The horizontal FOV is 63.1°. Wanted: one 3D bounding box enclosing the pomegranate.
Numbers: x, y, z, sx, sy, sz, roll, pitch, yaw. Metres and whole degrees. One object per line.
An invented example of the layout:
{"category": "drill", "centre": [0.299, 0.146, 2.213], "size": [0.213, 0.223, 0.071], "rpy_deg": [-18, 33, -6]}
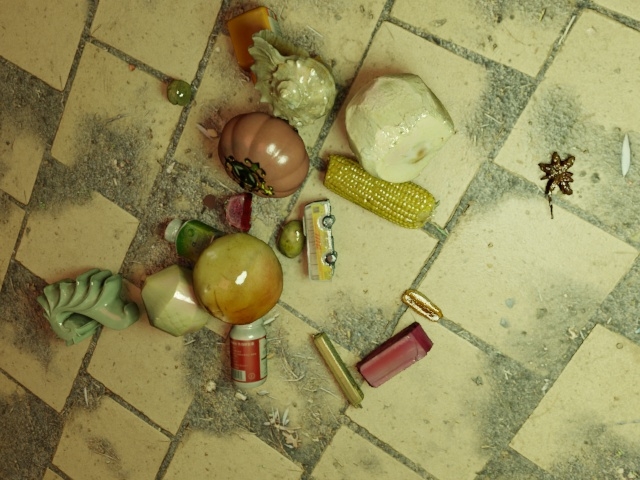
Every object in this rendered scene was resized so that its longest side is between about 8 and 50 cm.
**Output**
{"category": "pomegranate", "centre": [-0.266, 0.117, 1.725], "size": [0.318, 0.319, 0.320], "rpy_deg": [3, 99, 18]}

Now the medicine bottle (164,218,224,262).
{"category": "medicine bottle", "centre": [-0.454, -0.003, 1.868], "size": [0.188, 0.088, 0.132], "rpy_deg": [23, 105, 13]}

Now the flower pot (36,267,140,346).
{"category": "flower pot", "centre": [-0.890, 0.247, 2.010], "size": [0.367, 0.164, 0.254], "rpy_deg": [-19, 98, 20]}

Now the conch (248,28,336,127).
{"category": "conch", "centre": [-0.091, -0.476, 1.535], "size": [0.297, 0.352, 0.210], "rpy_deg": [41, 107, -10]}

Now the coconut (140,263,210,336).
{"category": "coconut", "centre": [-0.512, 0.206, 1.833], "size": [0.259, 0.259, 0.260], "rpy_deg": [3, 99, 18]}

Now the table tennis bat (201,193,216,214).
{"category": "table tennis bat", "centre": [-0.404, -0.128, 1.874], "size": [0.050, 0.007, 0.083], "rpy_deg": [39, 106, 8]}

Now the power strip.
{"category": "power strip", "centre": [0.067, 0.441, 1.780], "size": [0.044, 0.064, 0.306], "rpy_deg": [-32, 88, 13]}

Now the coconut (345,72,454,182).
{"category": "coconut", "centre": [0.212, -0.331, 1.499], "size": [0.297, 0.297, 0.255], "rpy_deg": [-37, 58, 20]}

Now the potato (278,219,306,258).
{"category": "potato", "centre": [-0.095, -0.004, 1.759], "size": [0.091, 0.070, 0.138], "rpy_deg": [23, 105, 14]}

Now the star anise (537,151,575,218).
{"category": "star anise", "centre": [0.673, -0.157, 1.489], "size": [0.097, 0.070, 0.191], "rpy_deg": [0, 101, 16]}

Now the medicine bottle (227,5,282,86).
{"category": "medicine bottle", "centre": [-0.194, -0.613, 1.673], "size": [0.149, 0.112, 0.222], "rpy_deg": [-14, 94, 19]}

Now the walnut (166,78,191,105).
{"category": "walnut", "centre": [-0.490, -0.511, 1.804], "size": [0.092, 0.092, 0.092], "rpy_deg": [3, 99, 18]}

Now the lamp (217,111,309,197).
{"category": "lamp", "centre": [-0.170, -0.279, 1.651], "size": [0.305, 0.305, 0.240], "rpy_deg": [23, 60, 14]}

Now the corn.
{"category": "corn", "centre": [0.175, -0.150, 1.614], "size": [0.387, 0.144, 0.144], "rpy_deg": [23, 105, 13]}

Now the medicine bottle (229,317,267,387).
{"category": "medicine bottle", "centre": [-0.254, 0.383, 1.841], "size": [0.131, 0.131, 0.251], "rpy_deg": [3, 99, 18]}

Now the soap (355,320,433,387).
{"category": "soap", "centre": [0.229, 0.378, 1.665], "size": [0.250, 0.162, 0.099], "rpy_deg": [-39, 85, 19]}

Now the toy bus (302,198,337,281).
{"category": "toy bus", "centre": [0.000, 0.000, 1.707], "size": [0.105, 0.092, 0.269], "rpy_deg": [-3, 98, 3]}

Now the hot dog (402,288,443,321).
{"category": "hot dog", "centre": [0.330, 0.209, 1.672], "size": [0.144, 0.038, 0.062], "rpy_deg": [34, 104, 8]}

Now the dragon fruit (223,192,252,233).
{"category": "dragon fruit", "centre": [-0.293, -0.097, 1.797], "size": [0.096, 0.102, 0.147], "rpy_deg": [6, 91, 10]}
